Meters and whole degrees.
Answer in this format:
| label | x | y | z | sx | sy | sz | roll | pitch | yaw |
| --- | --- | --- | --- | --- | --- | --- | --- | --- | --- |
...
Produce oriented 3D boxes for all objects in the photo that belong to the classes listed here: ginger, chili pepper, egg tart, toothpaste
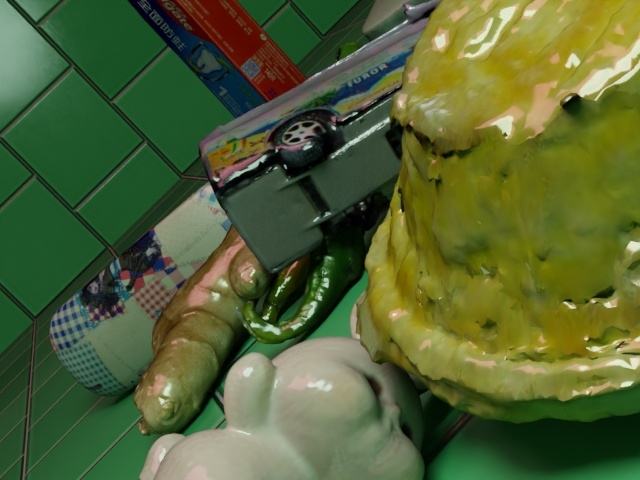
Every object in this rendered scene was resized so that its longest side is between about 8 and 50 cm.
| label | x | y | z | sx | sy | sz | roll | pitch | yaw |
| --- | --- | --- | --- | --- | --- | --- | --- | --- | --- |
| ginger | -0.094 | 0.044 | 1.152 | 0.334 | 0.081 | 0.148 | -63 | 4 | -21 |
| chili pepper | 0.016 | -0.055 | 1.097 | 0.076 | 0.085 | 0.359 | -49 | 17 | 47 |
| chili pepper | -0.001 | 0.000 | 1.151 | 0.208 | 0.049 | 0.043 | -48 | -10 | -9 |
| egg tart | 0.140 | -0.073 | 0.560 | 0.341 | 0.132 | 0.341 | -34 | 29 | 22 |
| toothpaste | -0.071 | -0.173 | 1.305 | 0.066 | 0.320 | 0.076 | -49 | 14 | -29 |

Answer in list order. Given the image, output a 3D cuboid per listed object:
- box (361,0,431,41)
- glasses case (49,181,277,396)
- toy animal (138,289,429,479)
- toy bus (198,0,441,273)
| label | x | y | z | sx | sy | sz | roll | pitch | yaw |
| --- | --- | --- | --- | --- | --- | --- | --- | --- | --- |
| box | 0.241 | -0.388 | 1.402 | 0.396 | 0.111 | 0.397 | -35 | 19 | 31 |
| glasses case | -0.170 | 0.057 | 1.316 | 0.327 | 0.125 | 0.076 | -38 | 4 | 26 |
| toy animal | 0.011 | 0.093 | 0.628 | 0.212 | 0.124 | 0.124 | -41 | 10 | -22 |
| toy bus | 0.055 | -0.109 | 1.008 | 0.317 | 0.112 | 0.138 | -30 | 34 | -1 |
